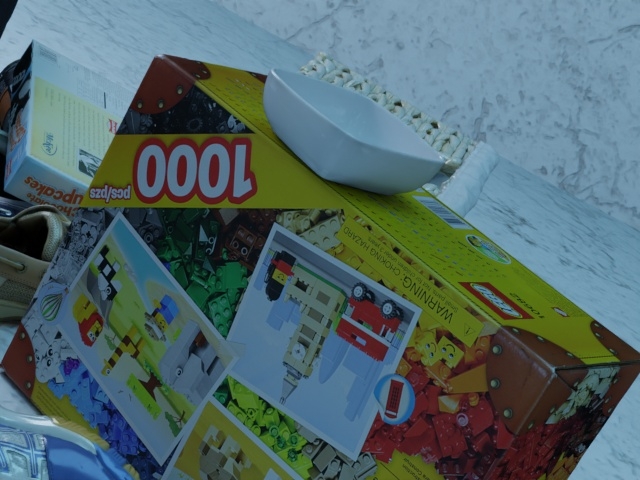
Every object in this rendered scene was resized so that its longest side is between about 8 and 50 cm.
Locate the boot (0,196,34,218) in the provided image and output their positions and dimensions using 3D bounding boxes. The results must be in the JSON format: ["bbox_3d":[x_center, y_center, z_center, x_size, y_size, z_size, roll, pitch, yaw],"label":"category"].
[{"bbox_3d":[-0.374,-0.006,1.636,0.190,0.069,0.086,22,36,-26],"label":"boot"}]

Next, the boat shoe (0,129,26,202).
[{"bbox_3d":[-0.455,-0.104,1.684,0.305,0.109,0.091,17,16,-46],"label":"boat shoe"}]

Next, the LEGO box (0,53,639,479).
[{"bbox_3d":[-0.020,0.116,1.311,0.500,0.372,0.193,39,20,30],"label":"LEGO box"}]

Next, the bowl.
[{"bbox_3d":[0.021,-0.090,1.241,0.142,0.053,0.142,12,25,-44],"label":"bowl"}]

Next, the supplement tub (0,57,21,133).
[{"bbox_3d":[-0.389,-0.172,1.972,0.117,0.117,0.190,20,20,-28],"label":"supplement tub"}]

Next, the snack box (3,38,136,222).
[{"bbox_3d":[-0.294,-0.122,1.770,0.187,0.060,0.322,28,24,-24],"label":"snack box"}]

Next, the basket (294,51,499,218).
[{"bbox_3d":[0.000,0.000,1.683,0.266,0.331,0.328,32,27,5],"label":"basket"}]

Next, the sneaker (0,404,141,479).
[{"bbox_3d":[-0.278,0.196,1.167,0.296,0.111,0.131,29,34,5],"label":"sneaker"}]

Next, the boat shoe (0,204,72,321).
[{"bbox_3d":[-0.301,0.025,1.556,0.122,0.110,0.341,39,19,28],"label":"boat shoe"}]

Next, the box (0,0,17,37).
[{"bbox_3d":[-0.701,-0.355,1.699,0.472,0.297,0.480,11,25,-51],"label":"box"}]
